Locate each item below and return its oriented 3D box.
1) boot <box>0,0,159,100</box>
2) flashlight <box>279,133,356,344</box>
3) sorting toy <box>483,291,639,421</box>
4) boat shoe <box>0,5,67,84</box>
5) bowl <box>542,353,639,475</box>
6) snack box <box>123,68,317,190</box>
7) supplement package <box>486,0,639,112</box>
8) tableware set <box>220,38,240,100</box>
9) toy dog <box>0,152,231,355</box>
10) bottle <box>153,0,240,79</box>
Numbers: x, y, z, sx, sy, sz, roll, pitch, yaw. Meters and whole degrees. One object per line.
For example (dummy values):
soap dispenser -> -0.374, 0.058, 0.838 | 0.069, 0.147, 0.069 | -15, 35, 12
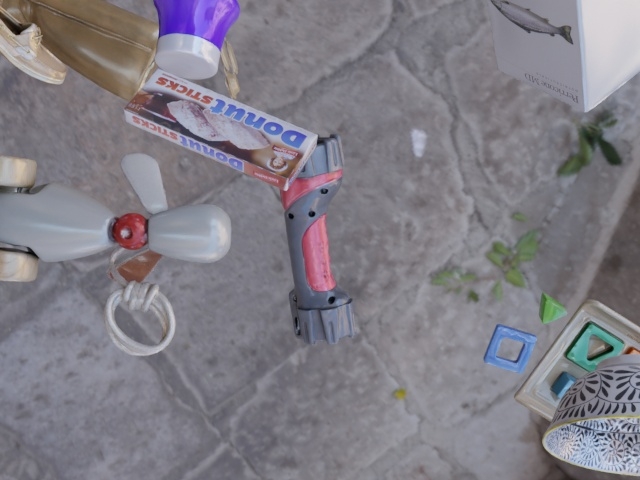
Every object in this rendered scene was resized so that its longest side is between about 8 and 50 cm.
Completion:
boot -> -0.367, -0.382, 1.403 | 0.270, 0.089, 0.236 | 25, 99, -2
flashlight -> 0.000, 0.000, 1.291 | 0.103, 0.103, 0.303 | -15, 105, -21
sorting toy -> 0.411, 0.208, 1.284 | 0.348, 0.047, 0.196 | 31, 106, -7
boat shoe -> -0.432, -0.290, 1.273 | 0.059, 0.063, 0.170 | -43, 126, 19
bowl -> 0.292, 0.155, 0.811 | 0.170, 0.170, 0.080 | 33, 54, -37
snack box -> -0.096, -0.108, 0.851 | 0.064, 0.178, 0.022 | -59, 167, -33
supplement package -> 0.197, -0.211, 0.683 | 0.105, 0.105, 0.179 | -38, 137, -15
tableware set -> -0.174, -0.336, 1.603 | 0.020, 0.168, 0.141 | -15, 137, 4
toy dog -> -0.285, -0.015, 1.115 | 0.334, 0.161, 0.220 | 26, 95, -1
bottle -> -0.122, -0.315, 0.949 | 0.092, 0.118, 0.282 | 8, 75, -5
